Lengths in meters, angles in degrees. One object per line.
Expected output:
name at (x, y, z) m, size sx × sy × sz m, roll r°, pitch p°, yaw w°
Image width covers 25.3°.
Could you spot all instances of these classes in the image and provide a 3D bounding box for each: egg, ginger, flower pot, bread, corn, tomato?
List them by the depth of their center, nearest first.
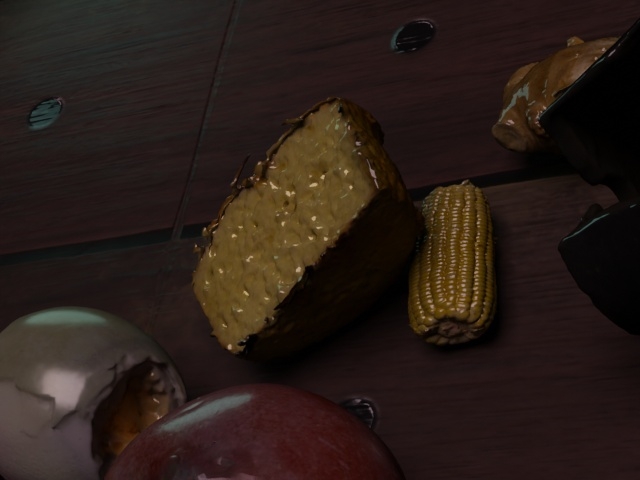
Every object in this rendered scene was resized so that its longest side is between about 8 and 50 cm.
flower pot at (0.336, -0.058, 1.112) m, size 0.251 × 0.379 × 0.379 m, roll -30°, pitch 39°, yaw 35°
tomato at (-0.057, 0.236, 1.112) m, size 0.270 × 0.227 × 0.270 m, roll -15°, pitch 49°, yaw 18°
corn at (0.123, 0.020, 1.314) m, size 0.085 × 0.063 × 0.165 m, roll -31°, pitch 37°, yaw 38°
egg at (-0.235, 0.152, 1.324) m, size 0.217 × 0.183 × 0.183 m, roll 3°, pitch 53°, yaw 45°
bread at (0.002, -0.005, 1.338) m, size 0.261 × 0.147 × 0.160 m, roll -53°, pitch 47°, yaw 24°
ginger at (0.266, -0.140, 1.346) m, size 0.216 × 0.102 × 0.157 m, roll -11°, pitch 21°, yaw 28°

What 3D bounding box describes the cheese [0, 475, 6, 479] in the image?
cheese at (-0.410, 0.199, 1.364) m, size 0.226 × 0.214 × 0.117 m, roll 2°, pitch 49°, yaw 40°
